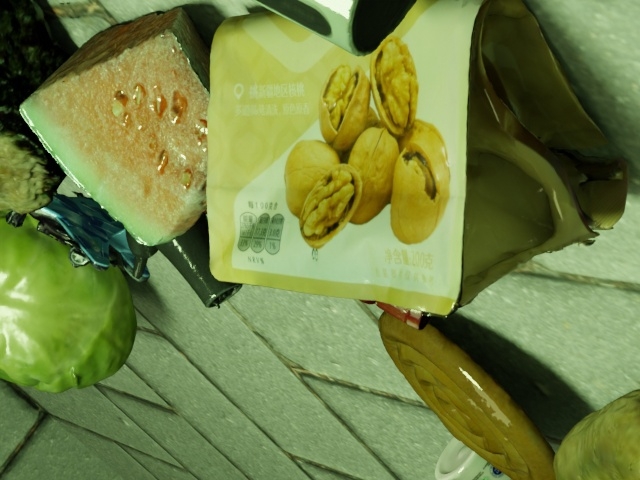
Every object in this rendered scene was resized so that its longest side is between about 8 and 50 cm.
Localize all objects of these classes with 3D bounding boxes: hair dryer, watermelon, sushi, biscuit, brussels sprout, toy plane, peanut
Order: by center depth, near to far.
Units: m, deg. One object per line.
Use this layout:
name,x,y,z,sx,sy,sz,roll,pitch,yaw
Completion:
watermelon,-0.140,-0.122,1.229,0.193,0.140,0.256,44,149,-10
peanut,0.296,0.199,1.245,0.110,0.120,0.236,-3,164,-17
sushi,-0.361,-0.170,1.380,0.211,0.171,0.350,26,159,21
biscuit,0.151,0.170,1.429,0.262,0.037,0.262,44,170,10
hair dryer,-0.172,-0.001,1.498,0.235,0.091,0.272,55,162,12
toy plane,-0.316,-0.027,1.645,0.246,0.078,0.169,17,-154,-13
brussels sprout,-0.405,0.081,1.905,0.328,0.247,0.328,27,158,12

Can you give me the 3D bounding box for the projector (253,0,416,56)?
projector,-0.090,-0.240,0.888,0.337,0.108,0.108,30,159,15

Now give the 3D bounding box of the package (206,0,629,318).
package,0.063,-0.065,1.022,0.165,0.221,0.311,1,-178,-38

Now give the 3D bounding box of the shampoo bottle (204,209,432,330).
shampoo bottle,0.000,0.000,1.331,0.260,0.064,0.102,30,164,16

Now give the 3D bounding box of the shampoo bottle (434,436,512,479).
shampoo bottle,0.275,0.336,1.604,0.303,0.092,0.092,39,160,-12
